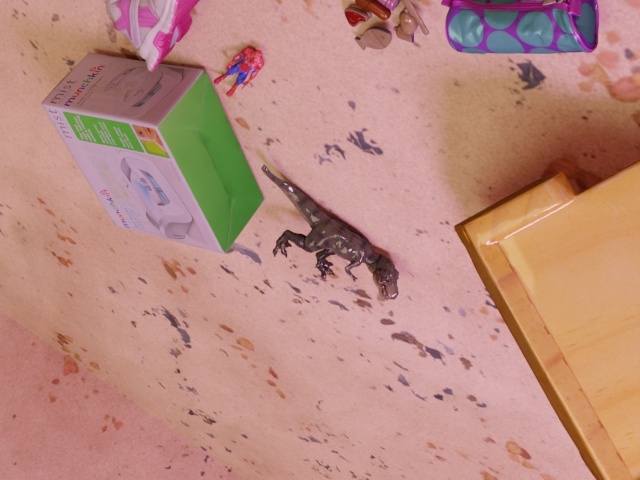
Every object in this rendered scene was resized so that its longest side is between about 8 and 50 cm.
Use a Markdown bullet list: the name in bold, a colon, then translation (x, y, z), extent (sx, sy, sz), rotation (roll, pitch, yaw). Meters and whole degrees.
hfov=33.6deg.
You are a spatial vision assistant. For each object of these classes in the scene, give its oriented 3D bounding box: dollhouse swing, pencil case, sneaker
- **dollhouse swing**: translation (0.366, 0.061, 1.160), extent (0.346, 0.305, 0.315), rotation (60, -176, 1)
- **pencil case**: translation (0.197, -0.216, 1.039), extent (0.152, 0.064, 0.070), rotation (7, 155, 40)
- **sneaker**: translation (-0.206, -0.306, 1.290), extent (0.111, 0.103, 0.252), rotation (38, 150, -6)

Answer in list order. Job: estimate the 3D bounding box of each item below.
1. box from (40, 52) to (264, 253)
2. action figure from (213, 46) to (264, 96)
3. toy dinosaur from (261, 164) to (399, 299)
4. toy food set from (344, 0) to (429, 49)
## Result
- **box**: translation (-0.240, -0.130, 1.556), extent (0.231, 0.126, 0.262), rotation (13, 144, 31)
- **action figure**: translation (-0.103, -0.221, 1.381), extent (0.038, 0.030, 0.115), rotation (47, 147, -8)
- **toy dinosaur**: translation (0.000, 0.000, 1.556), extent (0.268, 0.064, 0.118), rotation (39, 136, -4)
- **toy food set**: translation (0.070, -0.250, 1.171), extent (0.122, 0.019, 0.078), rotation (7, 139, 53)
